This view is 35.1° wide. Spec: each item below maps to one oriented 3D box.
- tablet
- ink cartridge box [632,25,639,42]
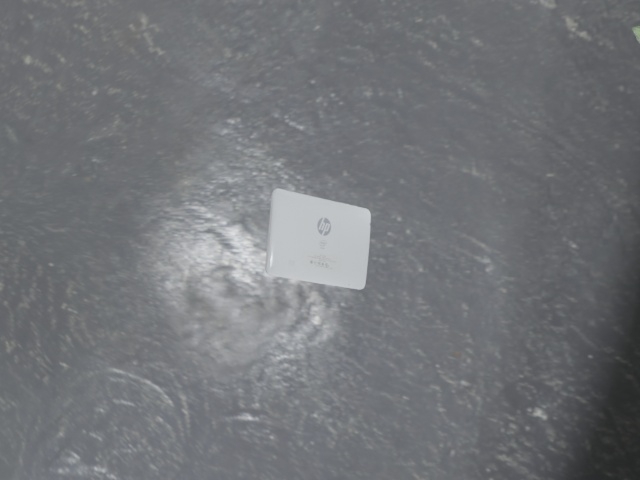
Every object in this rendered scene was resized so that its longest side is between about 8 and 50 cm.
[{"bbox_3d":[0.000,0.000,0.642,0.083,0.006,0.054,11,80,-41],"label":"tablet"},{"bbox_3d":[0.225,-0.052,0.286,0.235,0.171,0.056,5,119,4],"label":"ink cartridge box"}]
